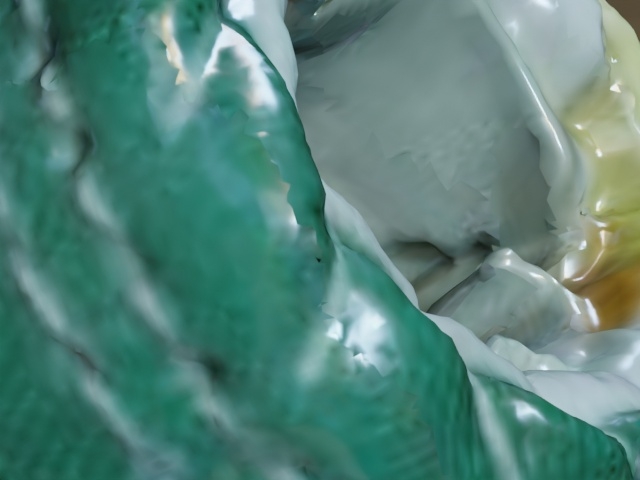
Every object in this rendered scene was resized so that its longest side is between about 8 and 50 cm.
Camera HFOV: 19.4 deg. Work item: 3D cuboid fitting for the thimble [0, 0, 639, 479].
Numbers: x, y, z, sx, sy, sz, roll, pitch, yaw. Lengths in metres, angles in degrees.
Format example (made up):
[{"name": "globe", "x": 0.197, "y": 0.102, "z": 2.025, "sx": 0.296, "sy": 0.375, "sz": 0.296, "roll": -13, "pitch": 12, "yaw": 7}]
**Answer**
[{"name": "thimble", "x": 0.000, "y": 0.000, "z": 0.543, "sx": 0.167, "sy": 0.288, "sz": 0.254, "roll": -31, "pitch": -125, "yaw": 31}]
